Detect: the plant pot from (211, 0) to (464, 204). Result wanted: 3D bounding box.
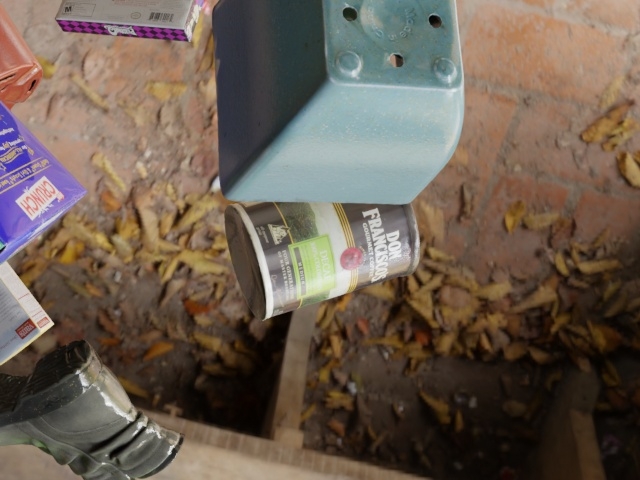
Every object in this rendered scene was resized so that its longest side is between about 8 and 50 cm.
[{"bbox_3d":[0.034,-0.191,1.037,0.247,0.247,0.252,0,168,-20],"label":"plant pot"}]

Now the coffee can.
[{"bbox_3d":[0.000,0.000,1.595,0.275,0.201,0.201,-17,122,-17],"label":"coffee can"}]

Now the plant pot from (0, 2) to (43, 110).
[{"bbox_3d":[-0.624,-0.331,1.580,0.272,0.272,0.265,-38,89,24],"label":"plant pot"}]

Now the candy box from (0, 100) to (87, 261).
[{"bbox_3d":[-0.484,-0.111,1.201,0.122,0.268,0.317,-41,98,16],"label":"candy box"}]

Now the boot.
[{"bbox_3d":[-0.268,0.203,0.945,0.246,0.083,0.161,-21,119,28],"label":"boot"}]

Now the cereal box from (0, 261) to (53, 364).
[{"bbox_3d":[-0.653,0.114,1.862,0.173,0.047,0.240,-33,95,31],"label":"cereal box"}]

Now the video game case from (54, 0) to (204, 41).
[{"bbox_3d":[-0.299,-0.431,1.574,0.232,0.210,0.042,7,155,13],"label":"video game case"}]
